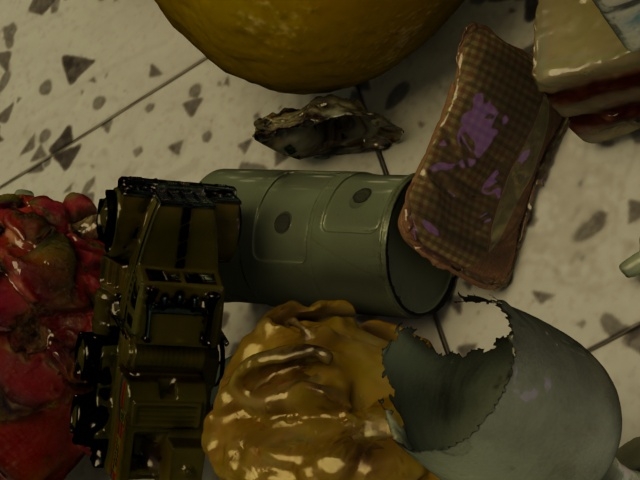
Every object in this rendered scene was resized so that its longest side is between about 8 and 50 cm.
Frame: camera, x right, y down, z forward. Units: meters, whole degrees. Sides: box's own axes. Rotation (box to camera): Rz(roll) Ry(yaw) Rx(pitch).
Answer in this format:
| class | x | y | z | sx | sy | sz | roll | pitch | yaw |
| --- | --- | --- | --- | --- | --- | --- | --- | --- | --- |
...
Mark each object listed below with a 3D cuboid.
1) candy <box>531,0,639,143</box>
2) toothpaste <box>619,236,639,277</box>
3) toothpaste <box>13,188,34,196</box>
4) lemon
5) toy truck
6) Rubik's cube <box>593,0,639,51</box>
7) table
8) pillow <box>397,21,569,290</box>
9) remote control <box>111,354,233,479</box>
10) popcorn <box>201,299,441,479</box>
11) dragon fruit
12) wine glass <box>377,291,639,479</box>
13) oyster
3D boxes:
| class | x | y | z | sx | sy | sz | roll | pitch | yaw |
| --- | --- | --- | --- | --- | --- | --- | --- | --- | --- |
| candy | 0.338 | -0.208 | 1.451 | 0.320 | 0.135 | 0.179 | -12 | 61 | 26 |
| toothpaste | 0.343 | -0.032 | 1.426 | 0.233 | 0.038 | 0.060 | -31 | 58 | 14 |
| toothpaste | -0.332 | 0.069 | 1.824 | 0.067 | 0.037 | 0.255 | 3 | 74 | 34 |
| lemon | -0.015 | -0.290 | 1.598 | 0.364 | 0.364 | 0.364 | -14 | 61 | 27 |
| toy truck | -0.132 | 0.078 | 1.504 | 0.127 | 0.127 | 0.257 | -144 | 60 | -69 |
| Rubik's cube | 0.279 | -0.333 | 1.303 | 0.259 | 0.256 | 0.253 | -21 | 56 | 23 |
| table | 0.000 | 0.000 | 1.578 | 0.220 | 0.126 | 0.126 | 3 | 70 | 36 |
| pillow | 0.142 | -0.068 | 1.518 | 0.034 | 0.135 | 0.211 | 2 | 70 | 54 |
| remote control | -0.136 | 0.165 | 1.650 | 0.162 | 0.029 | 0.061 | -30 | 53 | 19 |
| popcorn | 0.018 | 0.155 | 1.437 | 0.250 | 0.250 | 0.190 | 24 | 120 | 39 |
| dragon fruit | -0.291 | 0.090 | 1.662 | 0.269 | 0.250 | 0.291 | -22 | 38 | 52 |
| wine glass | 0.174 | 0.148 | 1.273 | 0.143 | 0.321 | 0.143 | -21 | 52 | 29 |
| oyster | -0.009 | -0.104 | 1.648 | 0.165 | 0.108 | 0.053 | -10 | 84 | 39 |
